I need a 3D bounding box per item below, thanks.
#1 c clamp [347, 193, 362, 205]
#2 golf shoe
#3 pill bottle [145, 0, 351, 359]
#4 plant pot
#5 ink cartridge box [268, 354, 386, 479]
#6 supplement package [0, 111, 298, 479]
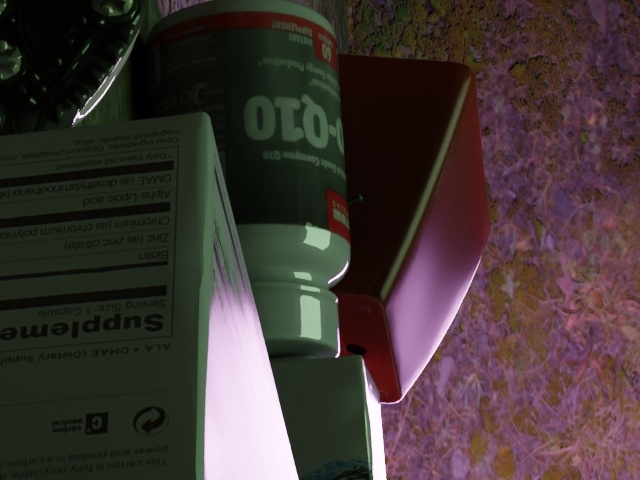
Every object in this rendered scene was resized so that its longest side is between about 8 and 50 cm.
[{"bbox_3d":[-0.055,-0.068,1.593,0.160,0.137,0.022,64,6,22],"label":"c clamp"},{"bbox_3d":[-0.144,-0.133,1.055,0.273,0.105,0.120,-88,178,-47],"label":"golf shoe"},{"bbox_3d":[-0.058,-0.040,1.486,0.161,0.161,0.283,67,18,-72],"label":"pill bottle"},{"bbox_3d":[0.000,0.000,1.692,0.267,0.267,0.235,77,23,-53],"label":"plant pot"},{"bbox_3d":[-0.031,0.225,1.470,0.171,0.168,0.232,68,17,-72],"label":"ink cartridge box"},{"bbox_3d":[-0.113,0.110,0.596,0.262,0.204,0.145,79,6,-46],"label":"supplement package"}]
